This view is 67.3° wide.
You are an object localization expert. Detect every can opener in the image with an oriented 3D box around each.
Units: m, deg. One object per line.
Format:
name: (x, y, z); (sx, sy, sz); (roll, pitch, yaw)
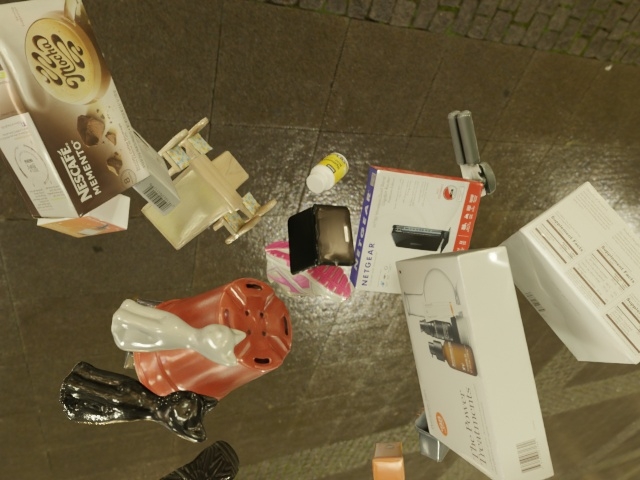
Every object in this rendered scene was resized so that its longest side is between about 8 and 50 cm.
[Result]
can opener: (0.447, -0.256, 1.434); (0.093, 0.074, 0.280); (-36, 118, -22)

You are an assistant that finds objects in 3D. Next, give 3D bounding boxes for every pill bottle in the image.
pill bottle: (0.015, -0.161, 1.162); (0.116, 0.065, 0.065); (-48, 157, -44)

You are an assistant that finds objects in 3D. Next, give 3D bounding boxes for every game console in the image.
game console: (0.000, 0.000, 0.903); (0.107, 0.122, 0.071); (3, 156, -18)

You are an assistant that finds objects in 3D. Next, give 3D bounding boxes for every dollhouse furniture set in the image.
dollhouse furniture set: (-0.317, -0.181, 1.478); (0.256, 0.394, 0.362); (-31, 105, 31)

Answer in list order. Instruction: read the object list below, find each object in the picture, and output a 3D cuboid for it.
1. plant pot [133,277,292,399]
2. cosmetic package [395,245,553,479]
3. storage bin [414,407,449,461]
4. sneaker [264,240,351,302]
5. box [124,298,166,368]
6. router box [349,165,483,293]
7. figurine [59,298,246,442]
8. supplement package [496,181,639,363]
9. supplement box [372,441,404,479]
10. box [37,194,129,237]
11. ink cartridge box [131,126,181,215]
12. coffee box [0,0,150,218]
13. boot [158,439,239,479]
plant pot: (-0.221, 0.219, 1.067); (0.265, 0.273, 0.272); (-28, 143, 34)
cosmetic package: (0.264, 0.209, 0.896); (0.097, 0.378, 0.284); (-11, 177, -11)
storage bin: (0.284, 0.461, 1.171); (0.135, 0.098, 0.091); (-26, 121, -48)
sneaker: (-0.036, 0.099, 1.241); (0.103, 0.252, 0.111); (-33, 143, -49)
box: (-0.492, 0.269, 1.360); (0.093, 0.158, 0.156); (10, 150, -22)
router box: (0.257, -0.018, 1.325); (0.301, 0.082, 0.336); (5, 106, -11)
figurine: (-0.237, 0.194, 0.739); (0.209, 0.215, 0.092); (11, 129, 7)
supplement package: (0.462, 0.065, 0.848); (0.145, 0.262, 0.204); (-35, 167, -3)
supplement box: (0.181, 0.589, 1.267); (0.078, 0.080, 0.233); (-5, 168, 8)
box: (-0.600, -0.075, 1.224); (0.170, 0.091, 0.130); (-8, 163, 21)
ink cartridge box: (-0.401, -0.178, 1.043); (0.066, 0.232, 0.189); (-41, 132, -3)
coffee box: (-0.410, -0.200, 0.744); (0.118, 0.168, 0.297); (2, 120, 26)
boot: (-0.363, 0.631, 1.125); (0.260, 0.131, 0.348); (-39, 167, 17)
